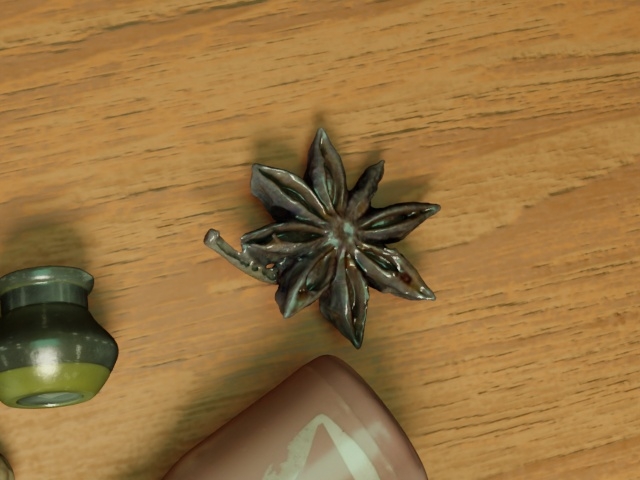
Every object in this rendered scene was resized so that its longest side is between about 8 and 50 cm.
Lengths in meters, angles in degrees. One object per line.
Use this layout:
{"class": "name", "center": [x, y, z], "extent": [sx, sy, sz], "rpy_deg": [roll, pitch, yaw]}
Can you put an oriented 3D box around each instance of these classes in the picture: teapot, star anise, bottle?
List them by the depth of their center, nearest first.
{"class": "bottle", "center": [-0.053, 0.259, 0.958], "extent": [0.296, 0.206, 0.173], "rpy_deg": [-33, 128, -14]}
{"class": "teapot", "center": [-0.271, 0.095, 0.978], "extent": [0.165, 0.130, 0.119], "rpy_deg": [-15, 70, 17]}
{"class": "star anise", "center": [0.000, -0.001, 1.060], "extent": [0.262, 0.081, 0.230], "rpy_deg": [-8, 86, -24]}

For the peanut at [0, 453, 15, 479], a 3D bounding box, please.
{"class": "peanut", "center": [-0.385, 0.192, 0.950], "extent": [0.228, 0.085, 0.104], "rpy_deg": [36, 67, -8]}
